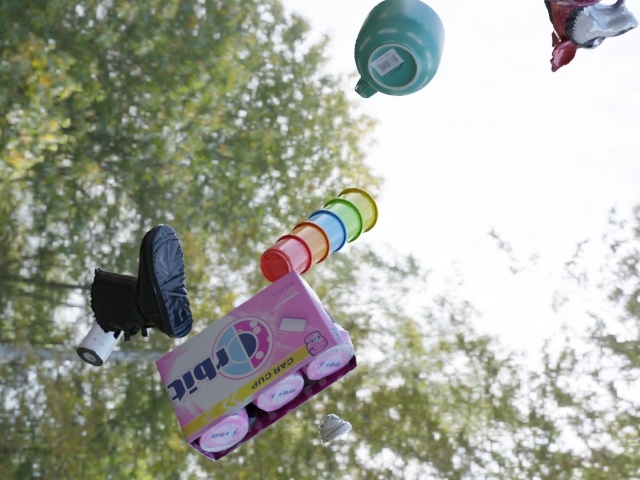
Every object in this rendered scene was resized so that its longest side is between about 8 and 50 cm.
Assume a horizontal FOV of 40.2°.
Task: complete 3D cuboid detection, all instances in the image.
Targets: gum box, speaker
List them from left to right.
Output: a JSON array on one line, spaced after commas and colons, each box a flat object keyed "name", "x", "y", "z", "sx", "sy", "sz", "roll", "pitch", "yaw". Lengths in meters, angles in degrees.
[{"name": "speaker", "x": -0.384, "y": 0.159, "z": 1.585, "sx": 0.055, "sy": 0.055, "sz": 0.136, "roll": -35, "pitch": -158, "yaw": 48}, {"name": "gum box", "x": -0.063, "y": 0.124, "z": 0.896, "sx": 0.188, "sy": 0.062, "sz": 0.107, "roll": -34, "pitch": -129, "yaw": 2}]

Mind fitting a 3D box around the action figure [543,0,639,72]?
[{"name": "action figure", "x": 0.254, "y": -0.310, "z": 0.741, "sx": 0.248, "sy": 0.276, "sz": 0.370, "roll": -121, "pitch": -142, "yaw": -46}]

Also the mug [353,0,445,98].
[{"name": "mug", "x": 0.113, "y": -0.266, "z": 1.286, "sx": 0.097, "sy": 0.130, "sz": 0.157, "roll": -71, "pitch": 166, "yaw": -48}]

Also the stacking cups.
[{"name": "stacking cups", "x": 0.000, "y": 0.000, "z": 1.557, "sx": 0.096, "sy": 0.316, "sz": 0.096, "roll": 12, "pitch": -63, "yaw": 24}]

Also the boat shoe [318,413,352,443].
[{"name": "boat shoe", "x": 0.017, "y": 0.269, "z": 1.264, "sx": 0.035, "sy": 0.035, "sz": 0.100, "roll": 62, "pitch": -18, "yaw": 11}]

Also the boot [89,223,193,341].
[{"name": "boot", "x": -0.178, "y": 0.041, "z": 0.840, "sx": 0.099, "sy": 0.045, "sz": 0.121, "roll": 4, "pitch": -66, "yaw": 29}]
